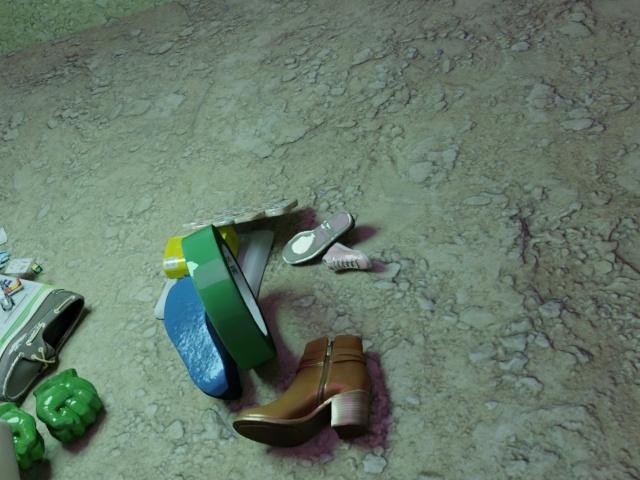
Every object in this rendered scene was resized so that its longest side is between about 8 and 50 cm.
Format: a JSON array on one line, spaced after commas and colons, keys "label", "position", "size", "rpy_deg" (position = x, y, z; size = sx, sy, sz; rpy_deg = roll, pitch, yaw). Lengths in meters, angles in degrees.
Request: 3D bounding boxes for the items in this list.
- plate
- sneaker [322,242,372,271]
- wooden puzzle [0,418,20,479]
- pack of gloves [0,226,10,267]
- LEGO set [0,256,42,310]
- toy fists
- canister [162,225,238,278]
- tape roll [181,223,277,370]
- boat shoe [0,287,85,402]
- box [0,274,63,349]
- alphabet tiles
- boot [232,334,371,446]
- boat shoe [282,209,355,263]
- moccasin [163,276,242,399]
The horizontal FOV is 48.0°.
[{"label": "plate", "position": [-0.277, 0.075, 1.847], "size": [0.277, 0.045, 0.278], "rpy_deg": [-3, 48, 19]}, {"label": "sneaker", "position": [0.059, 0.053, 1.721], "size": [0.070, 0.051, 0.134], "rpy_deg": [-42, 39, -23]}, {"label": "wooden puzzle", "position": [-0.773, 0.546, 1.492], "size": [0.347, 0.080, 0.322], "rpy_deg": [-11, 88, 8]}, {"label": "pack of gloves", "position": [-1.066, 0.059, 2.193], "size": [0.232, 0.046, 0.195], "rpy_deg": [-32, 44, -8]}, {"label": "LEGO set", "position": [-0.893, 0.110, 1.986], "size": [0.244, 0.060, 0.183], "rpy_deg": [-3, 51, 21]}, {"label": "toy fists", "position": [-0.628, 0.406, 1.601], "size": [0.279, 0.096, 0.142], "rpy_deg": [-30, 74, -29]}, {"label": "canister", "position": [-0.303, 0.032, 1.815], "size": [0.169, 0.073, 0.126], "rpy_deg": [-9, 45, 17]}, {"label": "tape roll", "position": [-0.198, 0.124, 1.569], "size": [0.077, 0.321, 0.321], "rpy_deg": [-25, 44, -2]}, {"label": "boat shoe", "position": [-0.705, 0.261, 1.804], "size": [0.096, 0.117, 0.325], "rpy_deg": [6, 51, 21]}, {"label": "box", "position": [-0.868, 0.210, 1.961], "size": [0.321, 0.059, 0.232], "rpy_deg": [7, 52, 30]}, {"label": "alphabet tiles", "position": [-0.205, -0.067, 1.869], "size": [0.283, 0.021, 0.278], "rpy_deg": [-9, 10, 14]}, {"label": "boot", "position": [-0.036, 0.299, 1.486], "size": [0.283, 0.109, 0.220], "rpy_deg": [-10, 47, 11]}, {"label": "boat shoe", "position": [0.000, 0.000, 1.797], "size": [0.206, 0.065, 0.075], "rpy_deg": [-34, 69, 12]}, {"label": "moccasin", "position": [-0.272, 0.234, 1.651], "size": [0.137, 0.117, 0.342], "rpy_deg": [-32, 48, 9]}]
